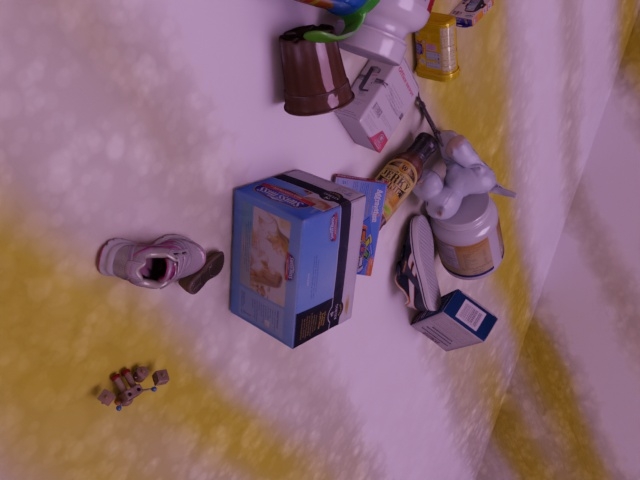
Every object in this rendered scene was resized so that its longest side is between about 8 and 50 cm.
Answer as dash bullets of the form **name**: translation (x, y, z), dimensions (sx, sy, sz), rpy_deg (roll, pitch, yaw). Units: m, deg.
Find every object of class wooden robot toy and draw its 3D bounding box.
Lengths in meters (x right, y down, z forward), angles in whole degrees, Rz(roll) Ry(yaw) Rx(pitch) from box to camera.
- **wooden robot toy**: translation (-0.428, 0.333, 1.573), dimensions (0.173, 0.076, 0.079), rpy_deg (-24, 164, -44)

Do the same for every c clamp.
- **c clamp**: translation (0.322, -0.352, 2.080), dimensions (0.022, 0.160, 0.137), rpy_deg (-27, 167, 8)

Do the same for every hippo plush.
- **hippo plush**: translation (0.416, -0.179, 2.244), dimensions (0.236, 0.294, 0.234), rpy_deg (-43, -174, 6)

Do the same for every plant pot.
- **plant pot**: translation (-0.017, -0.387, 1.581), dimensions (0.167, 0.167, 0.165), rpy_deg (-36, 128, -36)

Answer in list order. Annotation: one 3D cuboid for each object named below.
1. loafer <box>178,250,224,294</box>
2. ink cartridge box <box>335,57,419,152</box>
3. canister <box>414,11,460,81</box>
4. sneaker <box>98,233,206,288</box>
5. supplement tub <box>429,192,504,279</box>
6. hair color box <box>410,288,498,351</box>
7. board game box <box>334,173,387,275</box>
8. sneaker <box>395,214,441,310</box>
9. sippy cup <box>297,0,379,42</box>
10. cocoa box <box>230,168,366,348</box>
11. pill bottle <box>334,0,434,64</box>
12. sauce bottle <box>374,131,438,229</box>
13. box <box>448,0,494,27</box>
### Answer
- **loafer**: translation (-0.271, 0.066, 1.611), dimensions (0.148, 0.050, 0.056), rpy_deg (-46, 148, -51)
- **ink cartridge box**: translation (0.154, -0.370, 1.865), dimensions (0.217, 0.092, 0.158), rpy_deg (-56, 145, -10)
- **canister**: translation (0.321, -0.537, 1.954), dimensions (0.073, 0.126, 0.169), rpy_deg (-40, 137, -31)
- **sneaker**: translation (-0.328, 0.053, 1.468), dimensions (0.252, 0.111, 0.102), rpy_deg (-7, 116, -51)
- **supplement tub**: translation (0.500, -0.034, 2.412), dimensions (0.228, 0.228, 0.316), rpy_deg (-51, 143, -20)
- **hair color box**: translation (0.458, 0.283, 2.457), dimensions (0.105, 0.174, 0.347), rpy_deg (-53, 180, -18)
- **board game box**: translation (0.092, -0.040, 1.956), dimensions (0.027, 0.145, 0.281), rpy_deg (-82, -179, -67)
- **sneaker**: translation (0.307, 0.078, 2.335), dimensions (0.126, 0.128, 0.320), rpy_deg (-15, 99, -54)
- **sippy cup**: translation (-0.008, -0.577, 1.424), dimensions (0.224, 0.305, 0.240), rpy_deg (-9, 152, -39)
- **cocoa box**: translation (-0.060, 0.039, 1.708), dimensions (0.228, 0.232, 0.346), rpy_deg (-23, 128, -44)
- **pill bottle**: translation (0.167, -0.622, 1.603), dimensions (0.229, 0.229, 0.407), rpy_deg (5, 106, -54)
- **sauce bottle**: translation (0.222, -0.178, 2.062), dimensions (0.344, 0.111, 0.111), rpy_deg (-53, 144, -20)
- **box**: translation (0.438, -0.671, 2.064), dimensions (0.136, 0.081, 0.028), rpy_deg (-47, 141, -25)
